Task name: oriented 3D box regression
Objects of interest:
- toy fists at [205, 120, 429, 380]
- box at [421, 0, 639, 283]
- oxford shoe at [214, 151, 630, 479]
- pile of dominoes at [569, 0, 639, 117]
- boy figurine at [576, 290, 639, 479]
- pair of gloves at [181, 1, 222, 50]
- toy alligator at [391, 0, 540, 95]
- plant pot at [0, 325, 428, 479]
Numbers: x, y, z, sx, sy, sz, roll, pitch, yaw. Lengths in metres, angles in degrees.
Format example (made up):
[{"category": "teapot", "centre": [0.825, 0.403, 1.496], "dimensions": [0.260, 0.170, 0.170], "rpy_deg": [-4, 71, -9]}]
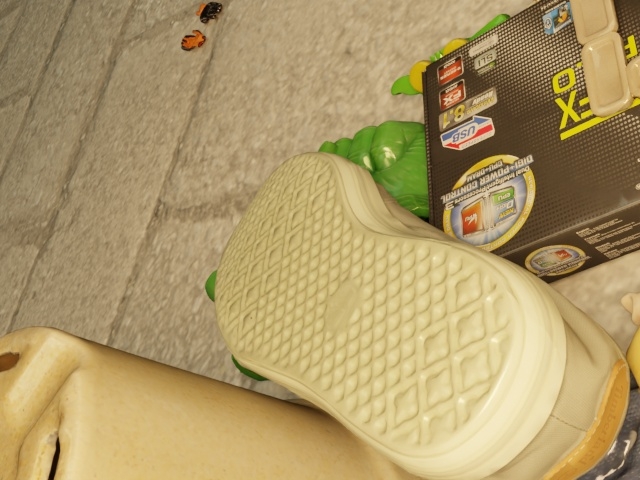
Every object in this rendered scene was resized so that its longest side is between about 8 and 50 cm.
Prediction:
[{"category": "toy fists", "centre": [0.000, 0.000, 0.866], "dimensions": [0.279, 0.096, 0.142], "rpy_deg": [-42, 37, 27]}, {"category": "box", "centre": [0.200, -0.093, 0.694], "dimensions": [0.270, 0.060, 0.216], "rpy_deg": [-25, 49, 36]}, {"category": "oxford shoe", "centre": [0.039, 0.047, 0.649], "dimensions": [0.169, 0.130, 0.449], "rpy_deg": [-62, 27, 1]}, {"category": "pile of dominoes", "centre": [0.263, -0.221, 0.648], "dimensions": [0.196, 0.040, 0.251], "rpy_deg": [-22, 60, 37]}, {"category": "boy figurine", "centre": [0.230, 0.067, 0.530], "dimensions": [0.285, 0.092, 0.177], "rpy_deg": [-48, 27, 14]}, {"category": "pair of gloves", "centre": [-0.174, -0.313, 1.385], "dimensions": [0.074, 0.010, 0.083], "rpy_deg": [21, 80, 57]}, {"category": "toy alligator", "centre": [0.144, -0.160, 0.842], "dimensions": [0.189, 0.056, 0.051], "rpy_deg": [-28, 88, 36]}, {"category": "plant pot", "centre": [-0.115, 0.218, 0.646], "dimensions": [0.333, 0.305, 0.334], "rpy_deg": [-27, 46, 32]}]
